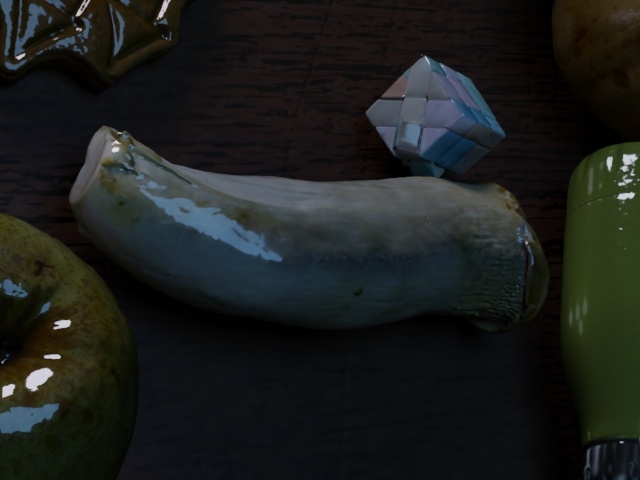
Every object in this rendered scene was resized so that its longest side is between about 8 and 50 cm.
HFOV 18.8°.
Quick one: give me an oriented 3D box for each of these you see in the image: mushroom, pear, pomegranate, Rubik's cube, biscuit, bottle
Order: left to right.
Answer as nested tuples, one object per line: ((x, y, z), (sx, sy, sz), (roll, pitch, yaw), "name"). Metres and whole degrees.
((-0.193, 0.082, 1.007), (0.228, 0.211, 0.188), (-28, 93, -39), "pear")
((-0.159, -0.186, 1.256), (0.182, 0.034, 0.215), (34, 55, -20), "biscuit")
((0.000, 0.000, 1.262), (0.351, 0.095, 0.123), (10, 58, -34), "mushroom")
((0.076, -0.082, 1.364), (0.075, 0.073, 0.084), (29, 25, -37), "Rubik's cube")
((0.226, 0.064, 1.385), (0.112, 0.112, 0.260), (21, 61, -28), "bottle")
((0.290, -0.167, 1.462), (0.215, 0.215, 0.215), (14, 64, -31), "pomegranate")
